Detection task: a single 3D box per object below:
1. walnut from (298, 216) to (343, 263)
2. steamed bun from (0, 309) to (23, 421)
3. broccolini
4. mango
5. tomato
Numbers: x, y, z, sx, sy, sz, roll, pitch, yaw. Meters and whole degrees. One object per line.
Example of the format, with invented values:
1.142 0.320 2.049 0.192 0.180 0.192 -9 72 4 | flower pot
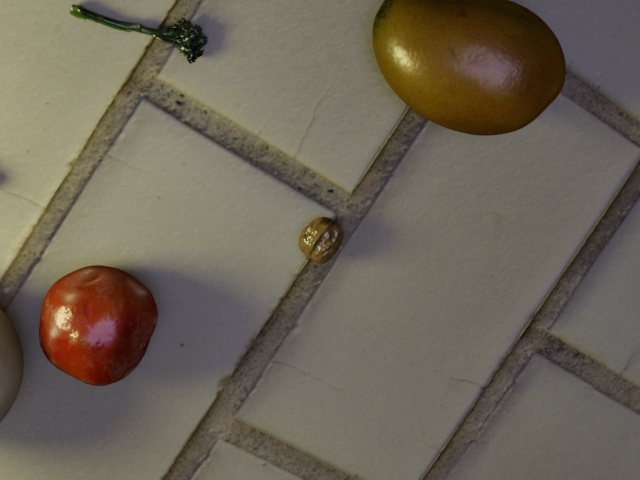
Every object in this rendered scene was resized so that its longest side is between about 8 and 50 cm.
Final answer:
0.000 0.000 1.751 0.079 0.082 0.096 38 95 12 | walnut
-0.713 0.230 1.606 0.325 0.206 0.324 -2 102 -7 | steamed bun
-0.336 -0.397 1.612 0.255 0.057 0.071 12 57 -16 | broccolini
0.275 -0.344 1.653 0.378 0.221 0.263 22 103 -4 | mango
-0.427 0.160 1.652 0.232 0.188 0.231 -2 100 -10 | tomato
